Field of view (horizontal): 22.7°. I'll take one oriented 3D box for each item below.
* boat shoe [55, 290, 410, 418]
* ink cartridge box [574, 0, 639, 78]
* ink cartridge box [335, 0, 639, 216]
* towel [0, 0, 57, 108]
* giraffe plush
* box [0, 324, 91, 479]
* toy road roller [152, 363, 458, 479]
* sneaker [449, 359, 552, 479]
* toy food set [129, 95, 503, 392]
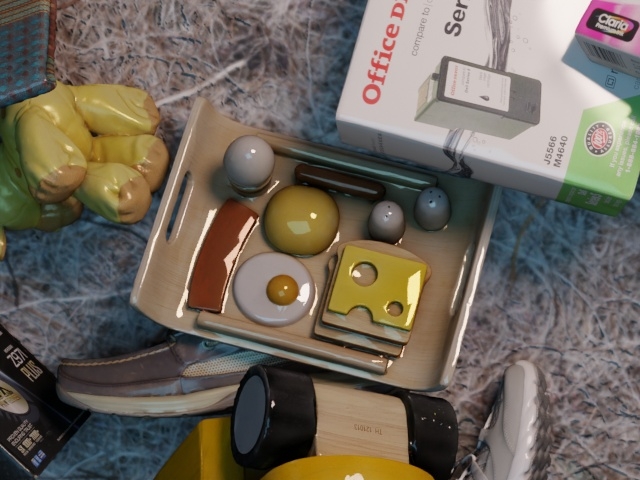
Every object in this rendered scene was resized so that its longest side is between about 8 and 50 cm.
[{"bbox_3d":[-0.085,0.107,1.580,0.355,0.132,0.130,-4,84,2],"label":"boat shoe"},{"bbox_3d":[0.377,-0.289,1.327,0.175,0.069,0.371,26,81,31],"label":"ink cartridge box"},{"bbox_3d":[0.167,-0.156,1.440,0.273,0.115,0.198,15,85,5],"label":"ink cartridge box"},{"bbox_3d":[-0.416,-0.169,1.496,0.370,0.271,0.040,-17,136,11],"label":"towel"},{"bbox_3d":[-0.272,-0.067,1.548,0.210,0.181,0.170,31,128,-10],"label":"giraffe plush"},{"bbox_3d":[-0.329,0.177,1.594,0.147,0.180,0.077,44,107,-3],"label":"box"},{"bbox_3d":[-0.019,0.279,1.472,0.202,0.241,0.329,13,145,-22],"label":"toy road roller"},{"bbox_3d":[0.148,0.247,1.550,0.115,0.105,0.281,14,81,20],"label":"sneaker"},{"bbox_3d":[0.000,0.000,1.490,0.306,0.092,0.220,14,72,6],"label":"toy food set"}]
